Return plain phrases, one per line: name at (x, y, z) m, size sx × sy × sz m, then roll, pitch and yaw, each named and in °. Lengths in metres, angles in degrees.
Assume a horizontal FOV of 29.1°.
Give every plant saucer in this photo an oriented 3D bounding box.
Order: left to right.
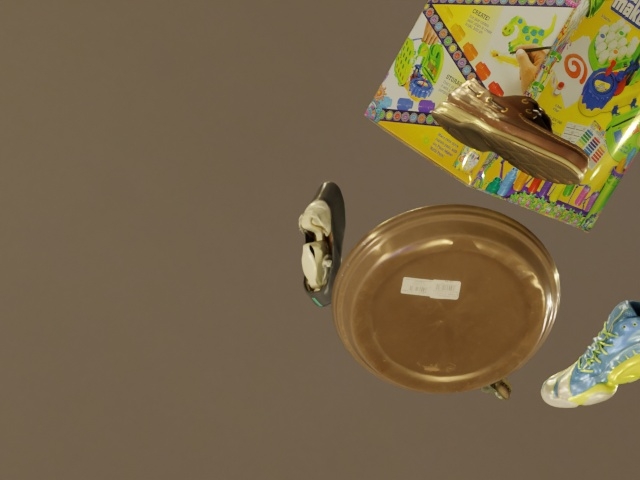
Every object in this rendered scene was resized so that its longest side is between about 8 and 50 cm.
plant saucer at (0.152, 0.083, 1.482) m, size 0.278 × 0.278 × 0.041 m, roll 28°, pitch -152°, yaw -16°

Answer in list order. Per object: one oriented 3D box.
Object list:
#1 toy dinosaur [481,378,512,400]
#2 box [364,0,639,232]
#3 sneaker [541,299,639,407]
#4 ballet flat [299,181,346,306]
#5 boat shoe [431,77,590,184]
toy dinosaur at (0.209, 0.117, 1.799) m, size 0.118 × 0.064 × 0.268 m, roll -31°, pitch -131°, yaw -19°
box at (0.255, -0.191, 1.411) m, size 0.177 × 0.279 × 0.290 m, roll 39°, pitch -166°, yaw 37°
sneaker at (0.421, 0.153, 1.781) m, size 0.091 × 0.240 × 0.126 m, roll -77°, pitch -35°, yaw -73°
ballet flat at (0.000, 0.000, 1.888) m, size 0.074 × 0.074 × 0.203 m, roll 12°, pitch -109°, yaw -35°
boat shoe at (0.174, -0.103, 1.099) m, size 0.178 × 0.060 × 0.064 m, roll 33°, pitch 175°, yaw 47°
